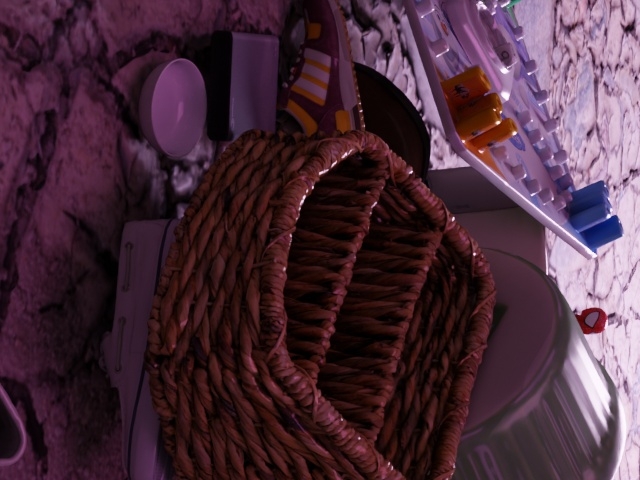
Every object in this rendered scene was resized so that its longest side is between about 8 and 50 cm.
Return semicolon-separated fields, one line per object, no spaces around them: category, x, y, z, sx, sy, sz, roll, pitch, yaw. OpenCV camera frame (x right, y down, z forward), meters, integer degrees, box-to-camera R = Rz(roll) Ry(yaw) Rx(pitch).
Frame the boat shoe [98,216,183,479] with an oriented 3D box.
boat shoe;-0.142;0.091;1.507;0.083;0.076;0.226;52;45;-66

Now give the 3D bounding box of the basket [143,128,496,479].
basket;0.010;0.047;1.487;0.299;0.223;0.213;-67;156;-46

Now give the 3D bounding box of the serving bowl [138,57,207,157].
serving bowl;-0.129;-0.112;1.543;0.083;0.027;0.083;-16;108;-60

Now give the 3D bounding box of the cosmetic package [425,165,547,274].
cosmetic package;0.185;0.086;1.999;0.160;0.113;0.309;-102;-173;-69

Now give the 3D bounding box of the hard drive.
hard drive;-0.068;-0.136;1.623;0.135;0.022;0.094;-16;110;-73

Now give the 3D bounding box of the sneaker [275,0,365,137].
sneaker;-0.010;-0.150;1.713;0.069;0.084;0.185;87;-8;-68

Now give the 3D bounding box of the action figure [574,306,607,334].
action figure;0.170;0.129;1.849;0.139;0.280;0.091;-123;-161;-59

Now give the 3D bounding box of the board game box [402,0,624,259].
board game box;0.174;-0.208;1.859;0.390;0.050;0.390;31;39;-58

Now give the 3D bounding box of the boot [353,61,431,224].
boot;0.000;0.000;1.772;0.280;0.096;0.264;-49;144;-36

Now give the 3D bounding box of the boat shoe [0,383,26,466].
boat shoe;-0.282;0.072;1.236;0.096;0.088;0.267;-62;144;-34

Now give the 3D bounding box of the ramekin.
ramekin;0.109;0.144;1.651;0.303;0.303;0.148;-59;138;-38
